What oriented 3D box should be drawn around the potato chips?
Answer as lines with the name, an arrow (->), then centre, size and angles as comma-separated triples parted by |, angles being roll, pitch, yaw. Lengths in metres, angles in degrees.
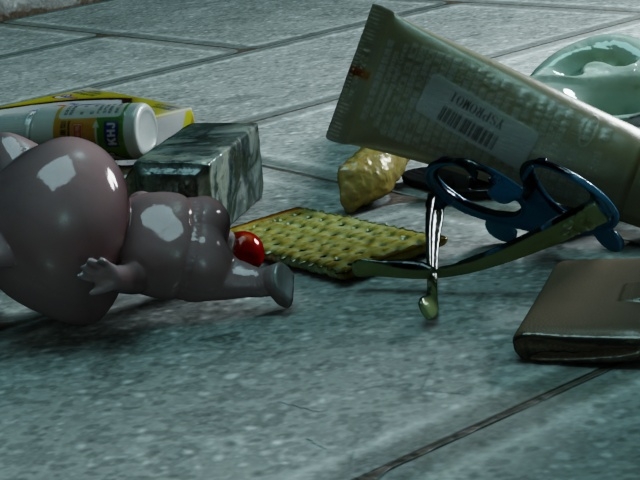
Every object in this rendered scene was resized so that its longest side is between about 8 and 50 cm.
potato chips -> 0.075, -0.121, 1.818 | 0.080, 0.057, 0.407 | -20, 14, 12

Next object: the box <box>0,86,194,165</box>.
box -> -0.280, -0.112, 1.875 | 0.168, 0.097, 0.265 | -16, 19, -31

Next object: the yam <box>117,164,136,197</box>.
yam -> -0.243, -0.046, 1.674 | 0.127, 0.084, 0.084 | -3, 17, 23

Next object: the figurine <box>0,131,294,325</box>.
figurine -> -0.175, 0.013, 1.387 | 0.287, 0.186, 0.176 | 9, 51, -19

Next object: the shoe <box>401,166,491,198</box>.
shoe -> 0.145, -0.079, 1.684 | 0.062, 0.053, 0.159 | -14, 15, -36

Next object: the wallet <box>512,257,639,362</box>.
wallet -> 0.224, 0.054, 1.223 | 0.118, 0.039, 0.152 | -1, 21, 26

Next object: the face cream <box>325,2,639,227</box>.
face cream -> 0.183, -0.100, 1.454 | 0.341, 0.137, 0.084 | 21, 10, 9

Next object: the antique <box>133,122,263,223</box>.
antique -> -0.130, -0.063, 1.661 | 0.086, 0.088, 0.183 | 1, 18, 16

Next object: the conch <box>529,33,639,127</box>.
conch -> 0.311, -0.154, 1.741 | 0.185, 0.121, 0.221 | -3, 22, 44

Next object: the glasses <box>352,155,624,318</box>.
glasses -> 0.130, -0.013, 1.359 | 0.207, 0.102, 0.239 | -21, 15, -32

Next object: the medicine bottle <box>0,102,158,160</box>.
medicine bottle -> -0.291, -0.108, 1.677 | 0.220, 0.061, 0.092 | 0, 27, 20

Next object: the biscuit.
biscuit -> 0.000, 0.000, 1.529 | 0.139, 0.016, 0.231 | -18, 20, -36

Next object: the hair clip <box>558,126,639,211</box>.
hair clip -> 0.341, -0.079, 1.568 | 0.300, 0.069, 0.173 | -19, 19, -37
